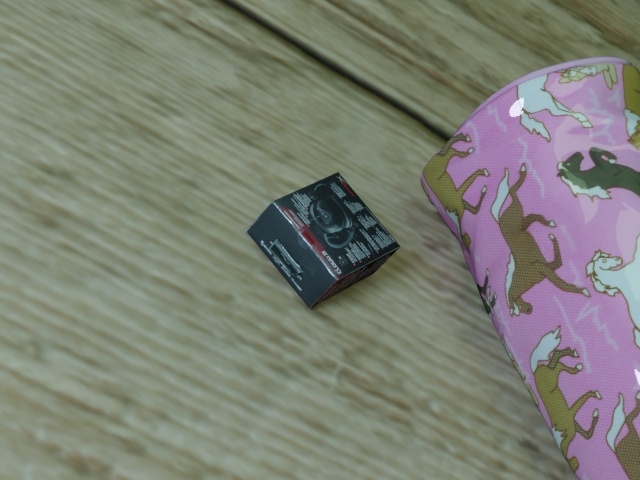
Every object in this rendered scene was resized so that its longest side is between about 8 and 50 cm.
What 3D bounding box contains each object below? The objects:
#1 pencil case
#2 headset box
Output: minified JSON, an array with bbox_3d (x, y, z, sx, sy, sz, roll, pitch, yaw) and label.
[{"bbox_3d":[0.213,0.064,1.149,0.167,0.160,0.386,6,49,-53],"label":"pencil case"},{"bbox_3d":[0.000,0.000,1.110,0.062,0.032,0.083,50,36,9],"label":"headset box"}]
